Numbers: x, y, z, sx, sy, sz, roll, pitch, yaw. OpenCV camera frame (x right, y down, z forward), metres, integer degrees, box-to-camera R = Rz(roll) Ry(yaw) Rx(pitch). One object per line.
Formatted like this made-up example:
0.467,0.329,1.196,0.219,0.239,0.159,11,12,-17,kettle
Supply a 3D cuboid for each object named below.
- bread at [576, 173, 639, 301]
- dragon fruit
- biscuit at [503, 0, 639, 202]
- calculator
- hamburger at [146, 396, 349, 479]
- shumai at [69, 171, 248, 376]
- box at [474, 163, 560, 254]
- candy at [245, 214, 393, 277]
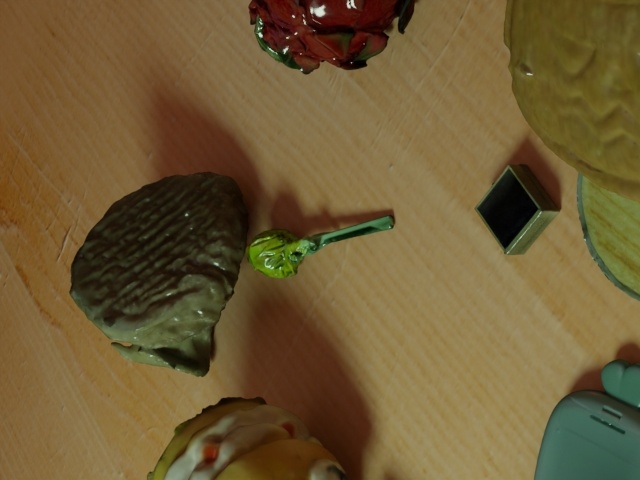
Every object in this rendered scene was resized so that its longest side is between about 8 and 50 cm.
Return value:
0.381,-0.055,1.377,0.267,0.041,0.266,0,90,51,bread
0.027,-0.354,1.703,0.293,0.234,0.234,-45,50,2,dragon fruit
0.319,-0.214,1.303,0.385,0.062,0.364,15,116,53,biscuit
0.314,0.273,1.455,0.185,0.041,0.298,27,112,47,calculator
-0.080,0.369,1.762,0.237,0.276,0.276,32,114,50,hamburger
-0.206,0.070,2.000,0.267,0.262,0.314,23,65,30,shumai
0.232,-0.038,1.558,0.079,0.035,0.083,-56,51,34,box
-0.001,0.002,1.825,0.262,0.077,0.073,-15,81,41,candy
